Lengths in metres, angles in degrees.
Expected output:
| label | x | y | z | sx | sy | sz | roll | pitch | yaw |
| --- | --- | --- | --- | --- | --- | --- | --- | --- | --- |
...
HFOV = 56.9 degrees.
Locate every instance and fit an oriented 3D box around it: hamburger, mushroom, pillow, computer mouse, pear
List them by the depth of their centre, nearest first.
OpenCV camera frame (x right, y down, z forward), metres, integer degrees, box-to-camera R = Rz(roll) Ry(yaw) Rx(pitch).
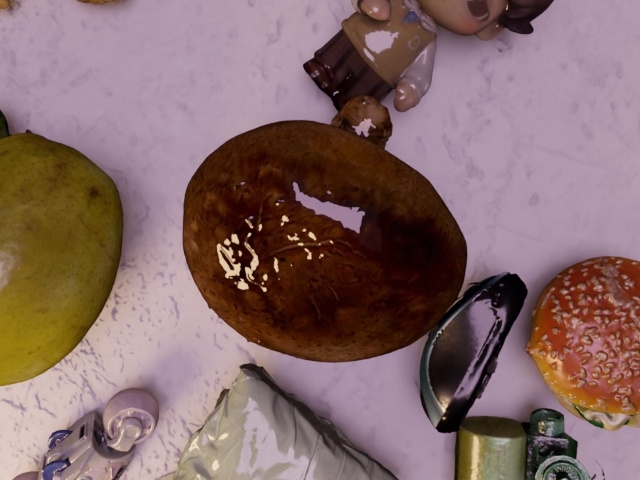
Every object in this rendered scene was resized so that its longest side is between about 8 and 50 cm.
| label | x | y | z | sx | sy | sz | roll | pitch | yaw |
| --- | --- | --- | --- | --- | --- | --- | --- | --- | --- |
| pear | -0.375 | 0.025 | 0.709 | 0.252 | 0.253 | 0.307 | 27 | 82 | -3 |
| mushroom | -0.007 | 0.013 | 0.721 | 0.345 | 0.239 | 0.345 | 9 | 108 | 29 |
| hamburger | 0.390 | 0.132 | 0.787 | 0.236 | 0.147 | 0.237 | 0 | 90 | -3 |
| pillow | -0.061 | 0.357 | 0.789 | 0.310 | 0.138 | 0.283 | 38 | 96 | -7 |
| computer mouse | 0.193 | 0.142 | 0.792 | 0.096 | 0.137 | 0.233 | 25 | 94 | 16 |

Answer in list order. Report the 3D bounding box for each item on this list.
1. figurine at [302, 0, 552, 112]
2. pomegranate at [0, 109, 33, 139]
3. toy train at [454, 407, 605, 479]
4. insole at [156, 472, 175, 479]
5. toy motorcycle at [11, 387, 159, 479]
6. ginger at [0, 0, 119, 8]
| label | x | y | z | sx | sy | sz | roll | pitch | yaw |
| --- | --- | --- | --- | --- | --- | --- | --- | --- | --- |
| figurine | 0.141 | -0.310 | 0.729 | 0.365 | 0.206 | 0.218 | -40 | 81 | 2 |
| pomegranate | -0.442 | -0.127 | 0.775 | 0.161 | 0.122 | 0.122 | 8 | 93 | -37 |
| toy train | 0.265 | 0.380 | 0.804 | 0.189 | 0.126 | 0.308 | 2 | 93 | -1 |
| insole | -0.177 | 0.356 | 0.850 | 0.197 | 0.004 | 0.065 | -19 | 93 | -1 |
| toy motorcycle | -0.319 | 0.304 | 0.808 | 0.254 | 0.112 | 0.112 | -39 | 93 | 1 |
| ginger | -0.369 | -0.412 | 0.776 | 0.375 | 0.166 | 0.236 | -27 | 131 | 22 |
